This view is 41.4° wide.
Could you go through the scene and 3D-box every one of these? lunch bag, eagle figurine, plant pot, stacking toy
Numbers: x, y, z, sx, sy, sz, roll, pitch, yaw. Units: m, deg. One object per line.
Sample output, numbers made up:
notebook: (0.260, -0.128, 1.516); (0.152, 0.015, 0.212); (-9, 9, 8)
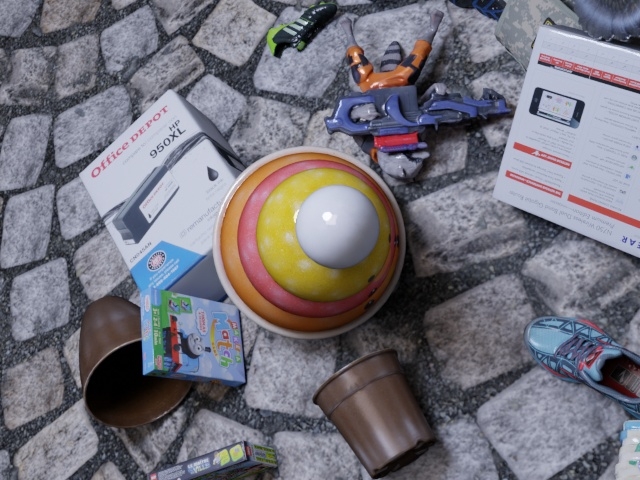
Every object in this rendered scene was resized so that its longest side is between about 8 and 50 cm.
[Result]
lunch bag: (0.469, -0.384, 1.471); (0.287, 0.169, 0.235); (-43, 60, 14)
eagle figurine: (0.473, -0.460, 1.298); (0.226, 0.225, 0.298); (-32, 88, 38)
plant pot: (-0.390, 0.214, 1.683); (0.215, 0.215, 0.230); (-47, 42, 4)
stacking toy: (0.000, 0.000, 1.337); (0.351, 0.480, 0.350); (0, 89, -6)
plant pot: (0.097, 0.294, 1.407); (0.167, 0.167, 0.165); (-36, 65, 11)

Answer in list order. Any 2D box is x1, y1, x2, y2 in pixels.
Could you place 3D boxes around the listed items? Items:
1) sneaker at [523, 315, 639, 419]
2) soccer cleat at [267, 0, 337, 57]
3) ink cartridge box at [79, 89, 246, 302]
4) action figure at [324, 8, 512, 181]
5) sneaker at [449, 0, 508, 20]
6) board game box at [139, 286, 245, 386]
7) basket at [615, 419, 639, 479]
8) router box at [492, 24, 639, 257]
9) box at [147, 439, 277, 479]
sneaker: (0.425, 0.179, 1.290); (0.262, 0.125, 0.104); (26, 84, 33)
soccer cleat: (-0.036, -0.455, 1.837); (0.179, 0.060, 0.072); (-22, 71, 26)
ink cartridge box: (-0.287, -0.074, 1.747); (0.285, 0.166, 0.395); (-41, 57, 7)
action figure: (0.179, -0.269, 1.619); (0.342, 0.178, 0.330); (2, 77, 0)
sneaker: (0.308, -0.504, 1.666); (0.081, 0.080, 0.211); (-42, 58, -14)
board game box: (-0.239, 0.184, 1.592); (0.039, 0.212, 0.160); (-29, 58, 36)
basket: (0.499, 0.385, 1.121); (0.255, 0.201, 0.288); (-9, 57, 24)
router box: (0.468, -0.154, 1.340); (0.336, 0.082, 0.301); (28, 118, 33)
box: (-0.195, 0.416, 1.533); (0.207, 0.114, 0.036); (-23, 61, 19)
